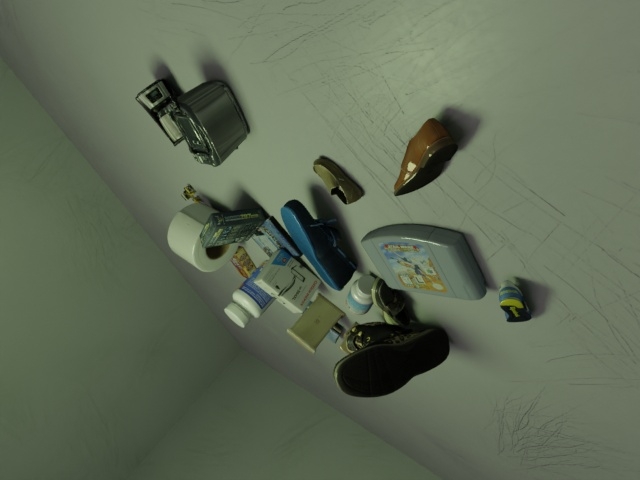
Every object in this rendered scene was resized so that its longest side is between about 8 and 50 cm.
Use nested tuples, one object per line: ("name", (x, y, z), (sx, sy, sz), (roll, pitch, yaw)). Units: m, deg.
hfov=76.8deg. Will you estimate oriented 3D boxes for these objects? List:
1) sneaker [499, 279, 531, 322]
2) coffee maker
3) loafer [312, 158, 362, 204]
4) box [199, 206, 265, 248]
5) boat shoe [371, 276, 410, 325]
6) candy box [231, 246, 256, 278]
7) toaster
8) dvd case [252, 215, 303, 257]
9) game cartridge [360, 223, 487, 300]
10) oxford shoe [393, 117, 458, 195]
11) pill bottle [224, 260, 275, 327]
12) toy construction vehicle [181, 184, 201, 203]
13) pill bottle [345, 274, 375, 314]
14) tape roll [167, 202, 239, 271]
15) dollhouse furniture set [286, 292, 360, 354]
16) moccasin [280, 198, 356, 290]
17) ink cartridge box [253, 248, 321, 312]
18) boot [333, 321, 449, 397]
("sneaker", (0.422, 0.137, 0.880), (0.053, 0.059, 0.144), (-14, 142, 24))
("coffee maker", (-0.473, -0.390, 1.247), (0.171, 0.120, 0.178), (0, 130, 55))
("loafer", (0.035, -0.143, 0.990), (0.148, 0.050, 0.056), (39, 153, 7))
("box", (-0.324, -0.044, 1.463), (0.233, 0.183, 0.059), (-38, 67, 58))
("boat shoe", (0.216, 0.186, 1.206), (0.073, 0.080, 0.223), (9, 146, 35))
("candy box", (-0.371, 0.102, 1.908), (0.109, 0.053, 0.186), (17, 145, 41))
("toaster", (-0.298, -0.321, 1.078), (0.129, 0.146, 0.227), (18, 145, 39))
("dvd case", (-0.180, 0.001, 1.532), (0.180, 0.022, 0.253), (50, 153, -15))
("game cartridge", (0.237, 0.049, 0.998), (0.297, 0.062, 0.198), (1, 136, 53))
("oxford shoe", (0.188, -0.152, 0.772), (0.212, 0.076, 0.076), (117, 134, -65))
("pill bottle", (-0.273, 0.229, 1.713), (0.152, 0.272, 0.152), (32, 151, 20))
("toy construction vehicle", (-0.557, -0.195, 1.755), (0.086, 0.035, 0.098), (-12, 124, 46))
("pill bottle", (0.134, 0.172, 1.280), (0.087, 0.087, 0.160), (36, 153, 13))
("tape roll", (-0.474, -0.014, 1.663), (0.169, 0.246, 0.246), (27, 150, 29))
("dollhouse furniture set", (0.006, 0.412, 1.685), (0.286, 0.198, 0.303), (37, 153, 13))
("moccasin", (0.000, 0.000, 1.189), (0.138, 0.117, 0.342), (32, 159, 47))
("ink cartridge box", (-0.119, 0.152, 1.500), (0.203, 0.148, 0.086), (40, 153, -16))
("boot", (0.163, 0.343, 1.233), (0.284, 0.377, 0.138), (-8, 96, 64))
